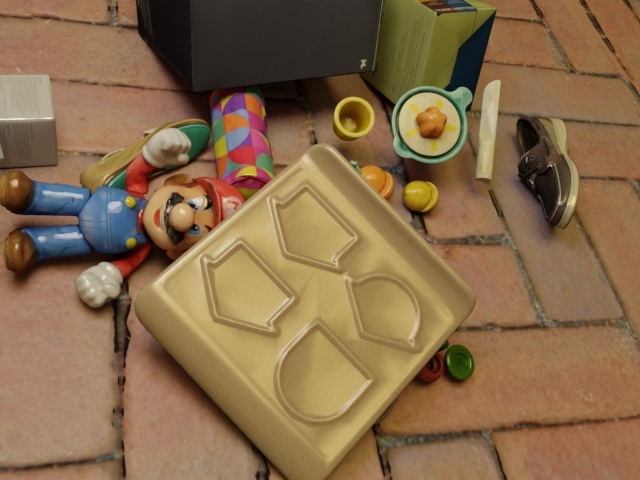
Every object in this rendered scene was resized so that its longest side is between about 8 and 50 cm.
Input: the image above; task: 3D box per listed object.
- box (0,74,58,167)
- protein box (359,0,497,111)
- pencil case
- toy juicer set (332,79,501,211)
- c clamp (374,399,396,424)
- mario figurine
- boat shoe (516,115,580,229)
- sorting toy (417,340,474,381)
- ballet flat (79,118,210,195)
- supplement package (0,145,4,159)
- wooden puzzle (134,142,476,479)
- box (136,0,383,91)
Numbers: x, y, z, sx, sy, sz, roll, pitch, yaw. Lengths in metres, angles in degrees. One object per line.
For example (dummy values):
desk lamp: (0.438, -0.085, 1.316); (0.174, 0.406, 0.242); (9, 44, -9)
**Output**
box: (-0.444, -0.179, 1.021); (0.087, 0.101, 0.102); (-6, 55, -22)
protein box: (0.191, -0.366, 1.270); (0.135, 0.200, 0.201); (-13, 41, -25)
pencil case: (-0.126, -0.150, 1.105); (0.104, 0.104, 0.237); (1, 55, -16)
toy juicer set: (0.193, -0.159, 1.159); (0.328, 0.089, 0.209); (-12, 85, -12)
c clamp: (0.053, 0.175, 0.955); (0.137, 0.022, 0.161); (-25, 63, -31)
mario figurine: (-0.256, -0.034, 0.916); (0.320, 0.198, 0.170); (-4, 42, -15)
boat shoe: (0.409, -0.134, 1.258); (0.092, 0.103, 0.285); (12, 47, -2)
sorting toy: (0.170, 0.175, 0.986); (0.101, 0.042, 0.061); (5, 67, -29)
ballet flat: (-0.273, -0.137, 1.062); (0.073, 0.080, 0.232); (28, 48, 25)
supplement package: (-0.551, -0.232, 0.915); (0.145, 0.204, 0.262); (-19, 40, -29)
wooden puzzle: (-0.014, 0.089, 0.909); (0.322, 0.080, 0.348); (46, 71, 4)
box: (-0.115, -0.414, 1.194); (0.343, 0.179, 0.312); (-14, 38, -26)
